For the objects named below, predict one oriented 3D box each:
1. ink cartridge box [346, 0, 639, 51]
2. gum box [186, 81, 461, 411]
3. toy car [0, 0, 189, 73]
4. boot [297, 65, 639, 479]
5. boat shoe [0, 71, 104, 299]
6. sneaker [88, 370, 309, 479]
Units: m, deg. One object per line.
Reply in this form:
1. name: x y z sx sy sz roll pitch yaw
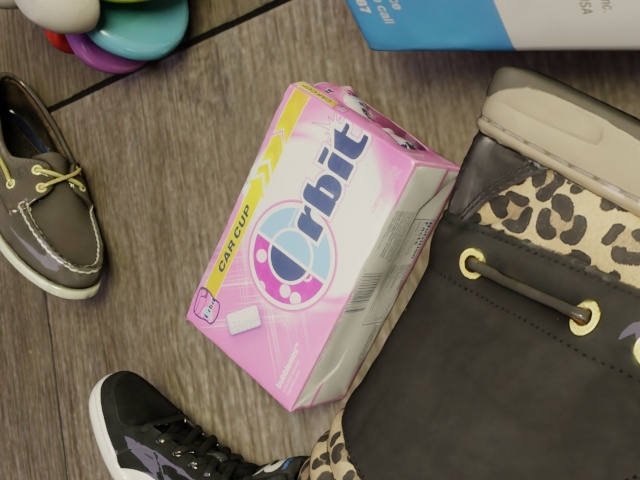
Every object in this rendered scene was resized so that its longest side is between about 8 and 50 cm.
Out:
1. ink cartridge box: 0.158 -0.216 0.273 0.395 0.285 0.166 10 61 36
2. gum box: 0.000 0.000 0.541 0.107 0.062 0.188 37 110 30
3. toy car: -0.168 -0.193 0.633 0.182 0.159 0.136 26 140 33
4. boot: 0.156 0.120 0.380 0.377 0.138 0.284 43 112 33
5. boat shoe: -0.240 -0.051 0.705 0.227 0.081 0.068 52 122 27
6. sneaker: -0.066 0.159 0.587 0.121 0.079 0.216 -43 74 25
